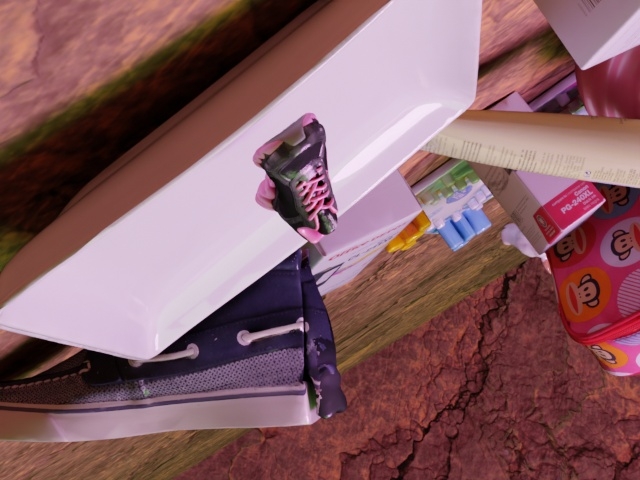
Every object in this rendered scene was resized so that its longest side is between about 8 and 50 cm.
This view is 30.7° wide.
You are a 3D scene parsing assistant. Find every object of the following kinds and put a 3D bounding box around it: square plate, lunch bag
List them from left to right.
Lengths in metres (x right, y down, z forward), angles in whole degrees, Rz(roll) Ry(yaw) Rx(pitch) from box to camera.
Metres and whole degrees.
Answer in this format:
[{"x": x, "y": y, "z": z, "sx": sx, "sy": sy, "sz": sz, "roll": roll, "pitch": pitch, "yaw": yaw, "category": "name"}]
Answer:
[{"x": -0.037, "y": -0.048, "z": 0.791, "sx": 0.347, "sy": 0.049, "sz": 0.344, "roll": -39, "pitch": 168, "yaw": -1, "category": "square plate"}, {"x": 0.379, "y": -0.017, "z": 1.285, "sx": 0.258, "sy": 0.293, "sz": 0.120, "roll": -30, "pitch": 131, "yaw": 26, "category": "lunch bag"}]

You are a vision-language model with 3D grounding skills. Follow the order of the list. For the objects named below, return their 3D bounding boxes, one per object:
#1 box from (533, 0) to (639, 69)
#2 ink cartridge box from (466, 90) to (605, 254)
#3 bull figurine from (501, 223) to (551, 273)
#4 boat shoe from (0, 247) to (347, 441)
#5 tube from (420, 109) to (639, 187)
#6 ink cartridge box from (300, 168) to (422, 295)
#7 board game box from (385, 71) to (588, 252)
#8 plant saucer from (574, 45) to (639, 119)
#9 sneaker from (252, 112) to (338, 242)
[{"x": 0.250, "y": -0.215, "z": 0.826, "sx": 0.170, "sy": 0.091, "sz": 0.130, "roll": -27, "pitch": 167, "yaw": -28, "category": "box"}, {"x": 0.220, "y": -0.071, "z": 1.237, "sx": 0.063, "sy": 0.150, "sz": 0.109, "roll": -35, "pitch": 170, "yaw": -9, "category": "ink cartridge box"}, {"x": 0.403, "y": -0.079, "z": 1.687, "sx": 0.310, "sy": 0.101, "sz": 0.188, "roll": -33, "pitch": -161, "yaw": 15, "category": "bull figurine"}, {"x": -0.150, "y": 0.089, "z": 1.028, "sx": 0.340, "sy": 0.158, "sz": 0.127, "roll": -5, "pitch": 177, "yaw": 7, "category": "boat shoe"}, {"x": 0.180, "y": -0.089, "z": 1.031, "sx": 0.062, "sy": 0.240, "sz": 0.070, "roll": -78, "pitch": 173, "yaw": -52, "category": "tube"}, {"x": 0.000, "y": 0.000, "z": 1.127, "sx": 0.127, "sy": 0.072, "sz": 0.175, "roll": -25, "pitch": 168, "yaw": -32, "category": "ink cartridge box"}, {"x": 0.271, "y": -0.107, "z": 1.490, "sx": 0.390, "sy": 0.050, "sz": 0.390, "roll": -35, "pitch": 169, "yaw": 16, "category": "board game box"}, {"x": 0.400, "y": -0.169, "z": 1.044, "sx": 0.332, "sy": 0.084, "sz": 0.332, "roll": -5, "pitch": 142, "yaw": -4, "category": "plant saucer"}, {"x": -0.007, "y": -0.032, "z": 0.682, "sx": 0.047, "sy": 0.057, "sz": 0.119, "roll": -35, "pitch": 167, "yaw": -10, "category": "sneaker"}]
